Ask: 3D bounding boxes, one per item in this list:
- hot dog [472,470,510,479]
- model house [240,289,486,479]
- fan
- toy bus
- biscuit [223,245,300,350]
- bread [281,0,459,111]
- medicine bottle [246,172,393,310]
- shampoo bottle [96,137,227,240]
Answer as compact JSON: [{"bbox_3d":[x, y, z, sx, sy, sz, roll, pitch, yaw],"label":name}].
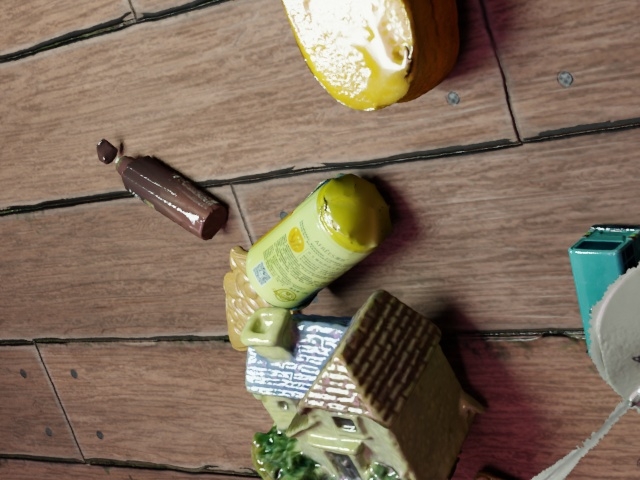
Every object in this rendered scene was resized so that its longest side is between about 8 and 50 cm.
[{"bbox_3d":[0.328,0.408,1.829,0.286,0.061,0.088,21,138,33],"label":"hot dog"},{"bbox_3d":[0.020,0.224,1.799,0.321,0.261,0.266,4,134,33],"label":"model house"},{"bbox_3d":[0.387,0.178,1.555,0.233,0.012,0.414,34,114,-4],"label":"fan"},{"bbox_3d":[0.358,0.069,1.574,0.079,0.092,0.160,3,116,41],"label":"toy bus"},{"bbox_3d":[-0.095,0.096,2.035,0.162,0.035,0.250,45,137,17],"label":"biscuit"},{"bbox_3d":[0.060,-0.291,1.583,0.195,0.143,0.269,-12,108,42],"label":"bread"},{"bbox_3d":[0.000,0.000,1.830,0.124,0.124,0.239,53,135,3],"label":"medicine bottle"},{"bbox_3d":[-0.254,-0.084,2.037,0.236,0.067,0.068,32,141,23],"label":"shampoo bottle"}]
